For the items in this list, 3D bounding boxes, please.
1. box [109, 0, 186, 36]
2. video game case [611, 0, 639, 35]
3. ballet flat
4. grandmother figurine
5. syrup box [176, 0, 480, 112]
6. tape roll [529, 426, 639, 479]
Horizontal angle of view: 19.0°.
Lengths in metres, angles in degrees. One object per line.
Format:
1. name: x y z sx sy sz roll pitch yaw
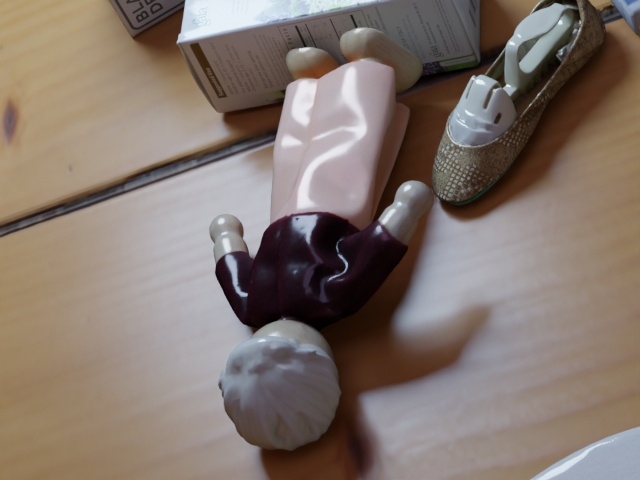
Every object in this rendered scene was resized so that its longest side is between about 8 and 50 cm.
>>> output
1. box: -0.091 -0.326 1.696 0.290 0.169 0.087 -30 50 -2
2. video game case: 0.343 -0.343 1.600 0.329 0.036 0.300 -28 48 2
3. ballet flat: 0.146 -0.121 1.494 0.073 0.067 0.206 23 66 35
4. grandmother figurine: 0.000 0.000 1.454 0.208 0.104 0.342 -21 45 45
5. syrup box: 0.008 -0.188 1.589 0.237 0.096 0.093 -10 49 18
6. tape roll: 0.238 0.282 1.138 0.392 0.072 0.392 -13 50 15
